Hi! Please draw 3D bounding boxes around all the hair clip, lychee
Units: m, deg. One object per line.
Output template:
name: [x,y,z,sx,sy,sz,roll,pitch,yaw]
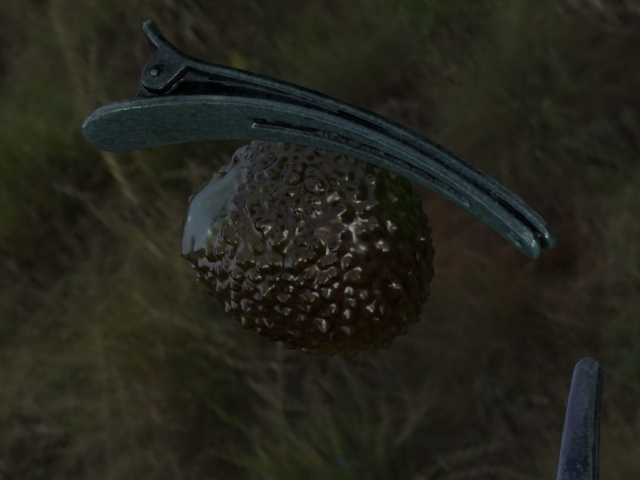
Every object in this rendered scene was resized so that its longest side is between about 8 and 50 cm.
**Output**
hair clip: [0.004,-0.045,0.831,0.230,0.039,0.070,17,63,21]
lychee: [0.000,0.000,1.198,0.171,0.171,0.171,-29,33,21]
hair clip: [0.198,0.219,1.349,0.048,0.083,0.275,-8,72,36]
